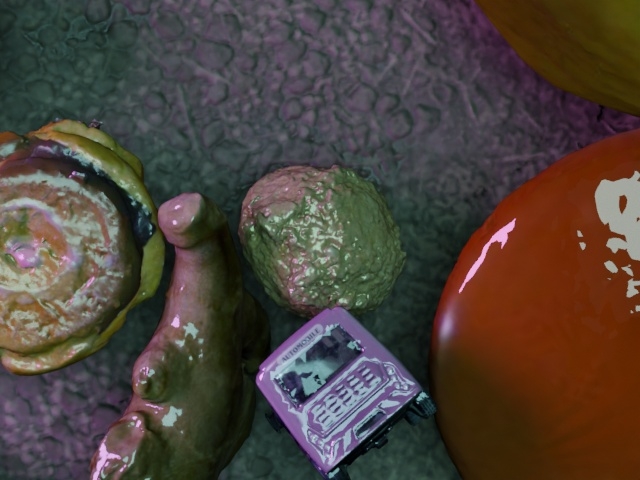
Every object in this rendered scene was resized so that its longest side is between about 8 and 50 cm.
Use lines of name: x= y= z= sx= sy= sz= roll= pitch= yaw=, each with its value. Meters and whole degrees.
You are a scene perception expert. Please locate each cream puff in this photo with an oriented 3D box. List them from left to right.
cream puff: x=-0.204 y=-0.003 z=0.989 sx=0.189 sy=0.129 sz=0.189 roll=-2 pitch=101 yaw=-11

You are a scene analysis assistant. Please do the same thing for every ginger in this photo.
ginger: x=-0.101 y=0.130 z=1.003 sx=0.080 sy=0.166 sz=0.333 roll=11 pitch=93 yaw=25

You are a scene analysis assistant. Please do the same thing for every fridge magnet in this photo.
fridge magnet: x=0.259 y=0.085 z=0.998 sx=0.364 sy=0.155 sz=0.363 roll=0 pitch=112 yaw=1

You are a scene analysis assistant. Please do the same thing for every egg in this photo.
egg: x=0.000 y=0.000 z=1.022 sx=0.140 sy=0.118 sz=0.116 roll=27 pitch=104 yaw=-28

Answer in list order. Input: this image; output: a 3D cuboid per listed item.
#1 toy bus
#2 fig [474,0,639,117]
toy bus: x=0.011 y=0.113 z=0.984 sx=0.096 sy=0.199 sz=0.108 roll=-41 pitch=83 yaw=-6
fig: x=0.265 y=-0.230 z=0.957 sx=0.343 sy=0.343 sz=0.343 roll=0 pitch=89 yaw=-7
